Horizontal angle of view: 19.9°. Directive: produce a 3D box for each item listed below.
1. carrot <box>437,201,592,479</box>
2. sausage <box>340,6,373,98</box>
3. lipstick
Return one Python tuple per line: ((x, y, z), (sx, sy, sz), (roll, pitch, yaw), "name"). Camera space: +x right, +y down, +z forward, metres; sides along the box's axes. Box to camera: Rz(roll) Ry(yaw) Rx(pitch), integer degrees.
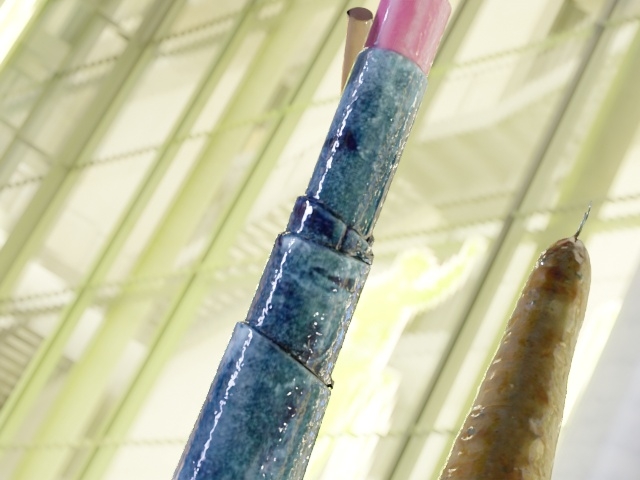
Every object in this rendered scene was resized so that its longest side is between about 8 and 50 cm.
((0.129, 0.097, 1.143), (0.078, 0.298, 0.078), (17, -32, 11), "carrot")
((0.033, -0.167, 1.704), (0.026, 0.026, 0.116), (20, -43, 16), "sausage")
((0.000, 0.000, 0.765), (0.053, 0.234, 0.053), (19, 0, 0), "lipstick")
